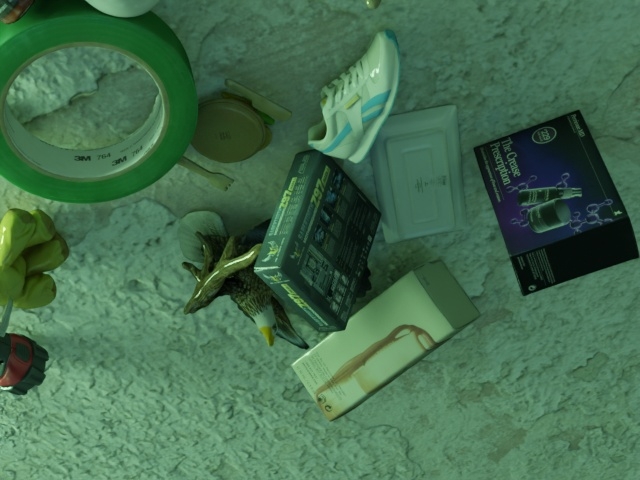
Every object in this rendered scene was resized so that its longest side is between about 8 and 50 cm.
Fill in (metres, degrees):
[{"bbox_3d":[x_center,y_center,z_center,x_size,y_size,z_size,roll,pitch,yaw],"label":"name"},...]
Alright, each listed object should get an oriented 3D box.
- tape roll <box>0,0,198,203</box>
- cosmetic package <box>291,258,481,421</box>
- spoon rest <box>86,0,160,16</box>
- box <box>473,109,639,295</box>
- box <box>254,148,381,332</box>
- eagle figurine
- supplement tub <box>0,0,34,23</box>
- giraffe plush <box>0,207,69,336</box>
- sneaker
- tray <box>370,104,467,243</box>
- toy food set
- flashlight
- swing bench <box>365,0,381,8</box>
[{"bbox_3d":[-0.340,-0.200,1.722,0.321,0.077,0.321,-8,131,-9],"label":"tape roll"},{"bbox_3d":[0.114,0.173,2.079,0.296,0.129,0.153,-41,168,26],"label":"cosmetic package"},{"bbox_3d":[-0.316,-0.394,1.559,0.276,0.084,0.137,26,92,-32],"label":"spoon rest"},{"bbox_3d":[0.359,-0.062,1.850,0.184,0.261,0.103,-18,132,7],"label":"box"},{"bbox_3d":[0.000,0.000,1.874,0.059,0.232,0.183,-8,141,36],"label":"box"},{"bbox_3d":[-0.093,0.074,1.990,0.226,0.225,0.298,9,-177,37],"label":"eagle figurine"},{"bbox_3d":[-0.459,-0.371,1.544,0.198,0.106,0.106,31,121,-31],"label":"supplement tub"},{"bbox_3d":[-0.528,0.041,1.892,0.171,0.210,0.181,10,148,25],"label":"giraffe plush"},{"bbox_3d":[0.053,-0.214,1.783,0.092,0.087,0.228,12,127,-16],"label":"sneaker"},{"bbox_3d":[0.162,-0.096,1.947,0.145,0.030,0.270,-12,133,0],"label":"tray"},{"bbox_3d":[-0.141,-0.170,1.833,0.132,0.038,0.192,29,128,-22],"label":"toy food set"},{"bbox_3d":[-0.579,0.168,1.972,0.103,0.103,0.304,-55,144,-3],"label":"flashlight"},{"bbox_3d":[0.020,-0.471,1.494,0.253,0.165,0.254,21,120,-25],"label":"swing bench"}]
